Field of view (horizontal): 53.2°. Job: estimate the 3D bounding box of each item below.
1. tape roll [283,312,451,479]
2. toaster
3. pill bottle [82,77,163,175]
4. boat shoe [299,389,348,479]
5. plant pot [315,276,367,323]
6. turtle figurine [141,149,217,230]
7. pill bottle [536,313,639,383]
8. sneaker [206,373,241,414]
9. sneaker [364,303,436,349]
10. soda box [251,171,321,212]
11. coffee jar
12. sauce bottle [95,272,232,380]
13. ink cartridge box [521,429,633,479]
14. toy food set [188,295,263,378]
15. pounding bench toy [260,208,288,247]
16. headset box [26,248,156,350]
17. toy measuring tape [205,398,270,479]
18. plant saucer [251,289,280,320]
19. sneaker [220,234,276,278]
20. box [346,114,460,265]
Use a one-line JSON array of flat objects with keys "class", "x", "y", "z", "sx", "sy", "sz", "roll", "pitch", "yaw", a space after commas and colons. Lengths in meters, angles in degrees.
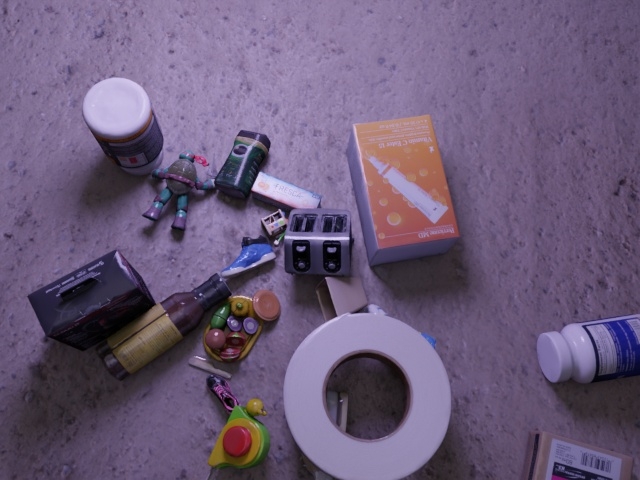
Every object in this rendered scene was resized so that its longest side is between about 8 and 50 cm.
[{"class": "tape roll", "x": 0.106, "y": 0.360, "z": 1.478, "sx": 0.392, "sy": 0.072, "sz": 0.392, "roll": 1, "pitch": 70, "yaw": -2}, {"class": "toaster", "x": 0.000, "y": 0.000, "z": 1.631, "sx": 0.168, "sy": 0.110, "sz": 0.186, "roll": 2, "pitch": 32, "yaw": 5}, {"class": "pill bottle", "x": -0.490, "y": -0.278, "z": 1.629, "sx": 0.162, "sy": 0.278, "sz": 0.162, "roll": 1, "pitch": 73, "yaw": -3}, {"class": "boat shoe", "x": 0.003, "y": 0.509, "z": 1.517, "sx": 0.103, "sy": 0.113, "sz": 0.302, "roll": 5, "pitch": 66, "yaw": 4}, {"class": "plant pot", "x": 0.058, "y": 0.149, "z": 1.630, "sx": 0.096, "sy": 0.109, "sz": 0.109, "roll": -11, "pitch": 74, "yaw": -19}, {"class": "turtle figurine", "x": -0.373, "y": -0.152, "z": 1.690, "sx": 0.175, "sy": 0.118, "sz": 0.234, "roll": 18, "pitch": 79, "yaw": 2}, {"class": "pill bottle", "x": 0.694, "y": 0.275, "z": 1.601, "sx": 0.264, "sy": 0.153, "sz": 0.153, "roll": -7, "pitch": 74, "yaw": -5}, {"class": "sneaker", "x": -0.237, "y": 0.374, "z": 1.563, "sx": 0.047, "sy": 0.057, "sz": 0.119, "roll": -41, "pitch": 78, "yaw": -12}, {"class": "sneaker", "x": 0.213, "y": 0.254, "z": 1.625, "sx": 0.126, "sy": 0.091, "sz": 0.240, "roll": -23, "pitch": 75, "yaw": -29}, {"class": "soda box", "x": -0.092, "y": -0.118, "z": 1.721, "sx": 0.183, "sy": 0.058, "sz": 0.063, "roll": 22, "pitch": 73, "yaw": 2}, {"class": "coffee jar", "x": -0.208, "y": -0.209, "z": 1.726, "sx": 0.096, "sy": 0.079, "sz": 0.184, "roll": 16, "pitch": 72, "yaw": 24}, {"class": "sauce bottle", "x": -0.377, "y": 0.206, "z": 1.577, "sx": 0.344, "sy": 0.111, "sz": 0.111, "roll": -33, "pitch": 78, "yaw": -12}, {"class": "ink cartridge box", "x": 0.611, "y": 0.583, "z": 1.537, "sx": 0.234, "sy": 0.088, "sz": 0.193, "roll": 16, "pitch": 72, "yaw": 1}, {"class": "toy food set", "x": -0.229, "y": 0.233, "z": 1.598, "sx": 0.128, "sy": 0.071, "sz": 0.218, "roll": 28, "pitch": 74, "yaw": 5}, {"class": "pounding bench toy", "x": -0.110, "y": -0.030, "z": 1.696, "sx": 0.065, "sy": 0.052, "sz": 0.083, "roll": -28, "pitch": 77, "yaw": -12}, {"class": "headset box", "x": -0.522, "y": 0.143, "z": 1.492, "sx": 0.218, "sy": 0.293, "sz": 0.110, "roll": -29, "pitch": 77, "yaw": -11}, {"class": "toy measuring tape", "x": -0.201, "y": 0.531, "z": 1.489, "sx": 0.121, "sy": 0.121, "sz": 0.330, "roll": 23, "pitch": 79, "yaw": 4}, {"class": "plant saucer", "x": -0.137, "y": 0.164, "z": 1.632, "sx": 0.083, "sy": 0.013, "sz": 0.083, "roll": 20, "pitch": 56, "yaw": -32}, {"class": "sneaker", "x": -0.200, "y": 0.038, "z": 1.665, "sx": 0.152, "sy": 0.058, "sz": 0.085, "roll": -23, "pitch": 82, "yaw": -14}, {"class": "box", "x": 0.208, "y": -0.130, "z": 1.686, "sx": 0.215, "sy": 0.168, "sz": 0.345, "roll": -9, "pitch": 74, "yaw": -6}]
